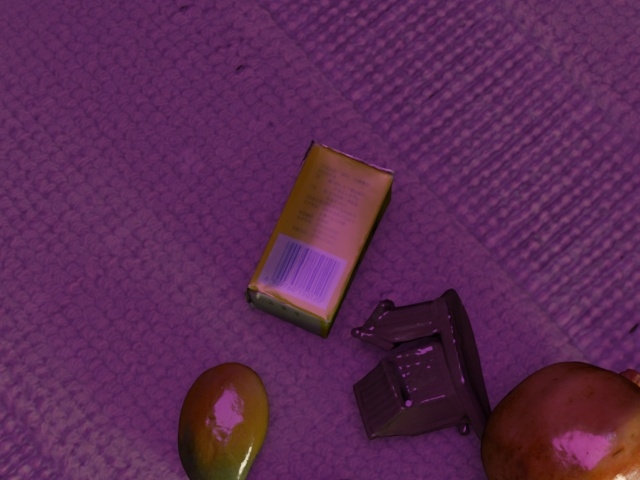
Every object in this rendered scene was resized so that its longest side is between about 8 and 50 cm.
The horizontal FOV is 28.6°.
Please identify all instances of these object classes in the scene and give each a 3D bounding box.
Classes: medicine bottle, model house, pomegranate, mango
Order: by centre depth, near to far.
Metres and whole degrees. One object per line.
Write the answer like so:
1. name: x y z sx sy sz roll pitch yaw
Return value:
1. pomegranate: 0.352 0.272 1.693 0.270 0.252 0.229 -41 64 -14
2. model house: 0.136 0.186 1.788 0.188 0.122 0.229 -13 71 3
3. mango: -0.138 0.271 1.791 0.130 0.092 0.195 0 84 0
4. medicine bottle: 0.000 0.000 1.831 0.141 0.137 0.250 23 77 9
